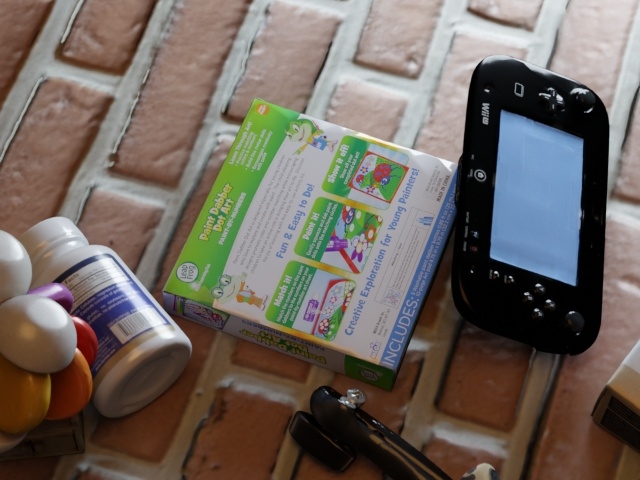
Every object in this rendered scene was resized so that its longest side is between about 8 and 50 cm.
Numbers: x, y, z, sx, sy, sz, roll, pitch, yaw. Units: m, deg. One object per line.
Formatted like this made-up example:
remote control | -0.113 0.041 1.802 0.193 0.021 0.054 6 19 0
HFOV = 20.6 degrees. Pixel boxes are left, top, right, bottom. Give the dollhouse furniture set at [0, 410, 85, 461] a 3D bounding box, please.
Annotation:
dollhouse furniture set | -0.263 0.239 1.587 0.212 0.161 0.242 -6 62 -5

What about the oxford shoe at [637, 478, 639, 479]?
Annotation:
oxford shoe | 0.278 0.287 1.629 0.212 0.076 0.076 -43 31 -7

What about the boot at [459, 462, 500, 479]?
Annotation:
boot | 0.209 0.312 1.517 0.377 0.138 0.284 -45 61 16

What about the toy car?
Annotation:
toy car | -0.262 0.081 1.514 0.136 0.159 0.182 -10 55 -47

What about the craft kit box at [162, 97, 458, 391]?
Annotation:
craft kit box | 0.000 0.000 1.787 0.246 0.061 0.250 21 63 7

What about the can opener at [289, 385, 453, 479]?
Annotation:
can opener | 0.062 0.202 1.684 0.186 0.073 0.059 31 26 11

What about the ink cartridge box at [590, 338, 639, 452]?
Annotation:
ink cartridge box | 0.408 0.127 1.706 0.193 0.088 0.235 34 67 15

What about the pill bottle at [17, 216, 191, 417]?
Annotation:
pill bottle | -0.222 0.070 1.709 0.112 0.112 0.187 -35 67 -18

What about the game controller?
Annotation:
game controller | 0.214 -0.039 1.784 0.166 0.067 0.319 23 57 -26
